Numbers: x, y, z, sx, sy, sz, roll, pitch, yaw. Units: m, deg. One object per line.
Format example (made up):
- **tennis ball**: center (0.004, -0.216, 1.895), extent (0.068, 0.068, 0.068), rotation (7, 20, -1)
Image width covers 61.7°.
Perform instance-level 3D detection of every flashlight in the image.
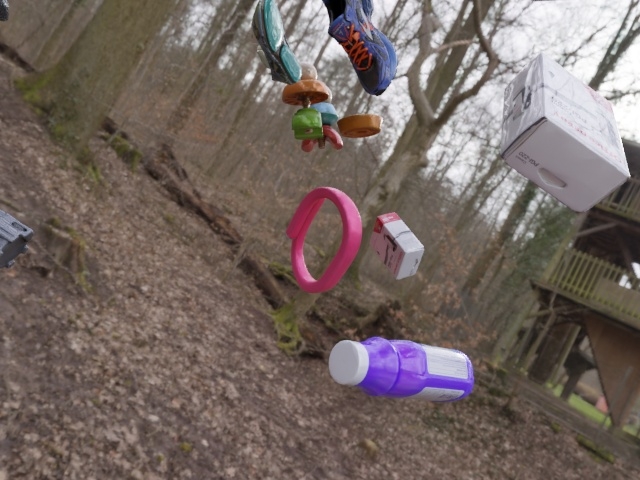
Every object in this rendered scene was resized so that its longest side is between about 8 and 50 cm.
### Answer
- **flashlight**: center (-0.684, -0.052, 0.966), extent (0.304, 0.103, 0.103), rotation (34, 25, 2)

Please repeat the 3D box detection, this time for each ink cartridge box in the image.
- **ink cartridge box**: center (0.364, -0.169, 0.814), extent (0.159, 0.218, 0.092), rotation (32, -44, -9)
- **ink cartridge box**: center (0.185, 0.013, 1.317), extent (0.056, 0.099, 0.135), rotation (-13, 47, -24)

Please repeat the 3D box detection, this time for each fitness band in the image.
- **fitness band**: center (0.000, 0.000, 1.332), extent (0.054, 0.291, 0.209), rotation (-4, 49, -36)

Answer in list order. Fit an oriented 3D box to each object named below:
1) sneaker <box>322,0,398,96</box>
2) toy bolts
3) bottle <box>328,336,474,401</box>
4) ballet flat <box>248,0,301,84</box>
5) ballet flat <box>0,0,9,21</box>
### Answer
- **sneaker**: center (0.054, -0.338, 0.890), extent (0.087, 0.221, 0.083), rotation (-12, -15, -41)
- **toy bolts**: center (0.024, -0.308, 1.227), extent (0.218, 0.158, 0.228), rotation (-3, -4, -2)
- **bottle**: center (0.136, 0.215, 0.889), extent (0.283, 0.092, 0.118), rotation (18, -28, -39)
- **ballet flat**: center (-0.091, -0.343, 0.937), extent (0.070, 0.070, 0.188), rotation (25, -19, 27)
- **ballet flat**: center (-0.605, -0.379, 0.874), extent (0.173, 0.049, 0.057), rotation (-14, 41, -27)
